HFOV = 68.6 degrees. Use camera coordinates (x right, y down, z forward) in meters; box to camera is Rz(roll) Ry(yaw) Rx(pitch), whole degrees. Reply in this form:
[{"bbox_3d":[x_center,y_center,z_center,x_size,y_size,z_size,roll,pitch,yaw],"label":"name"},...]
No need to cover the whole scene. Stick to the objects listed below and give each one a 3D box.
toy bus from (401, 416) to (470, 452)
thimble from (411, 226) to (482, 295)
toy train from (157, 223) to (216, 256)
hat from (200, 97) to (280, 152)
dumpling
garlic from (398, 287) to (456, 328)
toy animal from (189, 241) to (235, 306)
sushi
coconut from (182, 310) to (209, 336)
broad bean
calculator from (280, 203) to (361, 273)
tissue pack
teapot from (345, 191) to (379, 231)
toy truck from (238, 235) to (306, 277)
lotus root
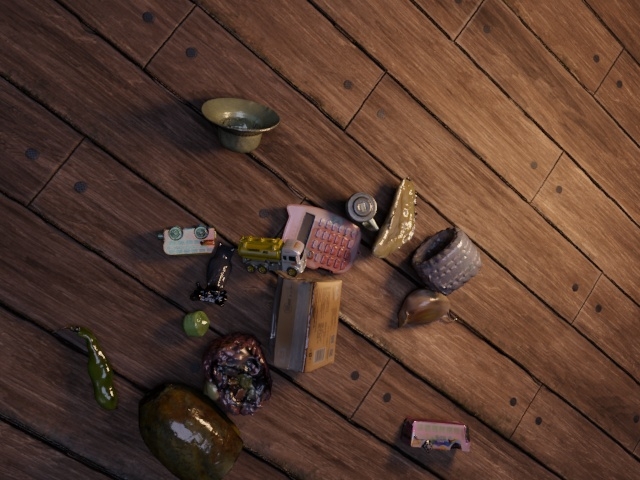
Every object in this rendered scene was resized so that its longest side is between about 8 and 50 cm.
[{"bbox_3d":[0.462,0.771,1.853,0.274,0.090,0.112,12,80,-18],"label":"toy bus"},{"bbox_3d":[0.477,0.078,1.765,0.236,0.205,0.172,-44,104,-19],"label":"thimble"},{"bbox_3d":[-0.441,-0.001,1.560,0.188,0.072,0.099,-4,99,-17],"label":"toy train"},{"bbox_3d":[-0.270,-0.363,1.551,0.258,0.257,0.130,2,128,-17],"label":"hat"},{"bbox_3d":[0.280,-0.067,1.762,0.166,0.086,0.332,39,72,-42],"label":"dumpling"},{"bbox_3d":[0.437,0.257,1.825,0.267,0.148,0.128,4,55,-13],"label":"garlic"},{"bbox_3d":[-0.352,0.109,1.568,0.121,0.117,0.209,15,90,-10],"label":"toy animal"},{"bbox_3d":[-0.282,0.457,1.574,0.237,0.171,0.269,-19,99,-15],"label":"sushi"},{"bbox_3d":[-0.414,0.280,1.574,0.096,0.088,0.087,-6,95,13],"label":"coconut"},{"bbox_3d":[-0.726,0.404,1.503,0.098,0.056,0.317,-29,95,-7],"label":"broad bean"},{"bbox_3d":[0.000,0.000,1.706,0.330,0.048,0.219,20,86,-19],"label":"calculator"},{"bbox_3d":[-0.072,0.276,1.632,0.239,0.238,0.305,6,91,-17],"label":"tissue pack"},{"bbox_3d":[0.154,-0.109,1.714,0.149,0.108,0.111,25,84,-11],"label":"teapot"},{"bbox_3d":[-0.163,0.046,1.583,0.227,0.098,0.114,5,119,10],"label":"toy truck"},{"bbox_3d":[-0.431,0.616,1.512,0.250,0.250,0.346,-42,100,-11],"label":"lotus root"}]
